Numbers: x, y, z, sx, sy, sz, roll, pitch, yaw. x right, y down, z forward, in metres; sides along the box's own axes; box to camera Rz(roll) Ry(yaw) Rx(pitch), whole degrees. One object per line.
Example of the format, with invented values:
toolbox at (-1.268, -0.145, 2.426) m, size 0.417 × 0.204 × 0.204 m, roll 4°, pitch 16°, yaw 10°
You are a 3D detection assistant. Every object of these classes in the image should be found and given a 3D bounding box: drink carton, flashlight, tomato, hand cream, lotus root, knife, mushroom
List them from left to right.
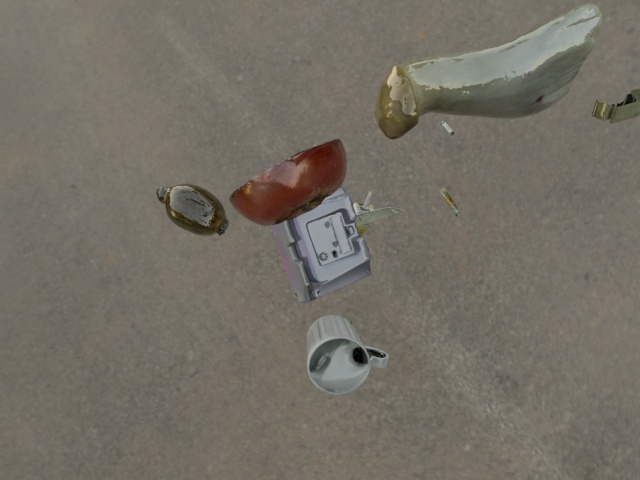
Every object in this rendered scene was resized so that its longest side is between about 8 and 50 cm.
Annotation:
lotus root at (-0.332, -0.084, 1.485) m, size 0.210 × 0.120 × 0.120 m, roll 30°, pitch 76°, yaw -2°
tomato at (-0.045, -0.090, 0.990) m, size 0.225 × 0.225 × 0.084 m, roll -27°, pitch 88°, yaw 12°
knife at (0.059, -0.041, 1.396) m, size 0.298 × 0.047 × 0.017 m, roll -16°, pitch 43°, yaw 13°
drink carton at (0.123, -0.066, 1.796) m, size 0.200 × 0.084 × 0.074 m, roll 122°, pitch 150°, yaw -48°
flashlight at (0.459, -0.407, 2.072) m, size 0.018 × 0.018 × 0.083 m, roll -30°, pitch 41°, yaw 8°
hand cream at (0.422, -0.125, 1.863) m, size 0.035 × 0.102 × 0.022 m, roll -35°, pitch 5°, yaw -39°
mushroom at (0.232, -0.241, 0.833) m, size 0.329 × 0.159 × 0.122 m, roll -15°, pitch 40°, yaw -9°

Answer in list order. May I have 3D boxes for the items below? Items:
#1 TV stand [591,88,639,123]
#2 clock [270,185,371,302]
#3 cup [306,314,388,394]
TV stand at (0.614, -0.263, 1.052) m, size 0.249 × 0.036 × 0.042 m, roll -17°, pitch 41°, yaw -17°
clock at (0.000, 0.000, 1.322) m, size 0.187 × 0.253 × 0.083 m, roll -22°, pitch 4°, yaw -24°
cup at (0.061, 0.325, 1.614) m, size 0.166 × 0.221 × 0.202 m, roll -52°, pitch 13°, yaw 8°
